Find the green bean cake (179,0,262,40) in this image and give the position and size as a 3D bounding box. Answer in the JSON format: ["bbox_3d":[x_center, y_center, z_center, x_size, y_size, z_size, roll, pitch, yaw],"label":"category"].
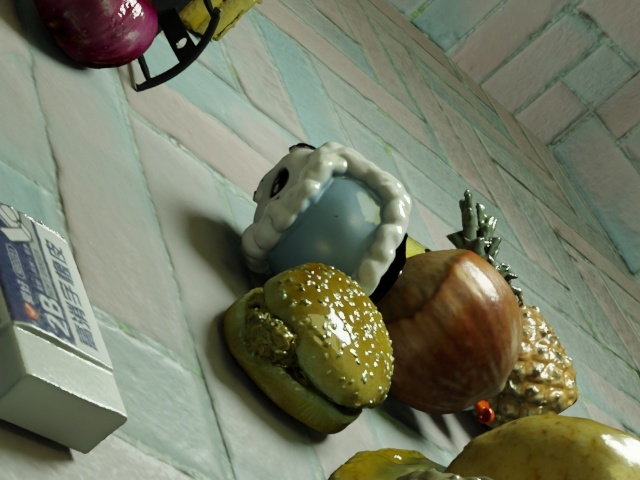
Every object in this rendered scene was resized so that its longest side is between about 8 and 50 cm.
[{"bbox_3d":[-0.206,-0.446,2.518,0.224,0.131,0.229,40,18,-31],"label":"green bean cake"}]

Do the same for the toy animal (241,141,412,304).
[{"bbox_3d":[0.000,0.000,1.923,0.204,0.208,0.156,35,53,2],"label":"toy animal"}]

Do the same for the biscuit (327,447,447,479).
[{"bbox_3d":[0.136,0.352,1.651,0.335,0.078,0.329,46,21,-4],"label":"biscuit"}]

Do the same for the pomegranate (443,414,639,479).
[{"bbox_3d":[0.225,0.287,1.494,0.260,0.260,0.260,44,16,-16],"label":"pomegranate"}]

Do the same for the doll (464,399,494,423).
[{"bbox_3d":[0.174,0.142,2.140,0.076,0.142,0.245,33,28,-50],"label":"doll"}]

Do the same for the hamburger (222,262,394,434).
[{"bbox_3d":[-0.005,0.114,1.750,0.189,0.122,0.215,53,18,7],"label":"hamburger"}]

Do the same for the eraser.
[{"bbox_3d":[-0.242,0.067,1.325,0.124,0.068,0.210,35,21,-46],"label":"eraser"}]

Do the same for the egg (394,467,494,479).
[{"bbox_3d":[0.093,0.326,1.273,0.310,0.279,0.279,73,-7,-48],"label":"egg"}]

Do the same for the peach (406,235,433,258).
[{"bbox_3d":[0.147,0.061,2.380,0.189,0.068,0.279,53,17,26],"label":"peach"}]

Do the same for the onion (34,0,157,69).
[{"bbox_3d":[-0.274,-0.296,1.959,0.177,0.153,0.177,30,26,-16],"label":"onion"}]

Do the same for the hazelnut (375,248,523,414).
[{"bbox_3d":[0.153,0.115,2.011,0.214,0.214,0.176,50,5,6],"label":"hazelnut"}]

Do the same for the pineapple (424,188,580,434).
[{"bbox_3d":[0.237,0.100,2.228,0.340,0.169,0.169,68,19,8],"label":"pineapple"}]

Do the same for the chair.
[{"bbox_3d":[-0.244,-0.335,2.132,0.141,0.154,0.260,37,17,-34],"label":"chair"}]
